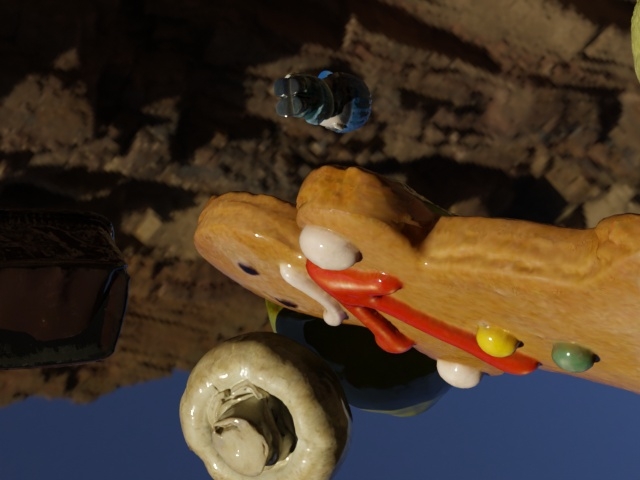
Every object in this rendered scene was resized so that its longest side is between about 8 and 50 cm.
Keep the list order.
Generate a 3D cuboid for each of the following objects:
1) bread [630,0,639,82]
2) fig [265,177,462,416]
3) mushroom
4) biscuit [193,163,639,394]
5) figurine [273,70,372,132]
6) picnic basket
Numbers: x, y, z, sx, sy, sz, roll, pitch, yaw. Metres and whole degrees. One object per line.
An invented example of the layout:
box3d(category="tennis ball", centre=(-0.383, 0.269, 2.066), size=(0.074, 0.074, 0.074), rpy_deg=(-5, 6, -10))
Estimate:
box3d(category="bread", centre=(0.442, -0.245, 1.250), size=(0.237, 0.320, 0.320), rpy_deg=(26, -141, -2))
box3d(category="fig", centre=(0.067, 0.073, 1.272), size=(0.271, 0.239, 0.239), rpy_deg=(68, -150, -26))
box3d(category="mushroom", centre=(-0.054, 0.167, 1.135), size=(0.166, 0.166, 0.127), rpy_deg=(49, -144, 5))
box3d(category="biscuit", centre=(0.064, 0.031, 0.635), size=(0.049, 0.324, 0.205), rpy_deg=(-65, -34, -18))
box3d(category="figurine", centre=(0.002, -0.178, 1.512), size=(0.149, 0.087, 0.086), rpy_deg=(1, -104, -60))
box3d(category="picnic basket", centre=(-0.379, 0.075, 1.532), size=(0.297, 0.222, 0.129), rpy_deg=(0, -157, -37))
